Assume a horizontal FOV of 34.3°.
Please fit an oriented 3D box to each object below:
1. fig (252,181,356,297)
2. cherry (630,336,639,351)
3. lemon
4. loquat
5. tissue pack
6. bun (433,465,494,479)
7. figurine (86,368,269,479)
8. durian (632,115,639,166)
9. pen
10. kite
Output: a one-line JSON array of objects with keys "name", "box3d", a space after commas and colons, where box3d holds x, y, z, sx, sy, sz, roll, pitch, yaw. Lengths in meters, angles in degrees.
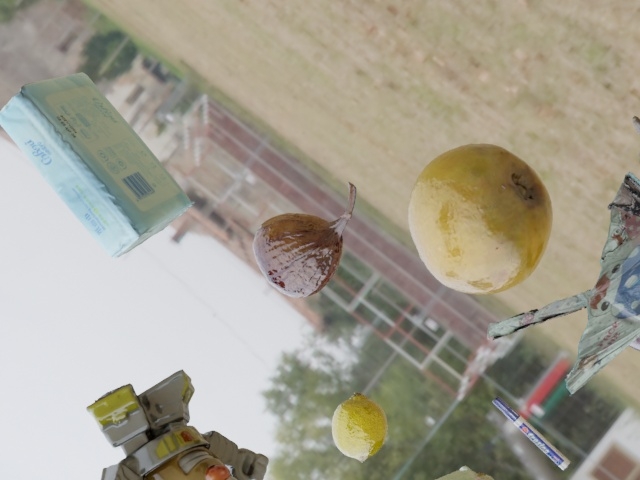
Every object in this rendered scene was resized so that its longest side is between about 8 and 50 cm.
[{"name": "fig", "box3d": [0.000, 0.000, 1.659, 0.146, 0.201, 0.134, 25, -140, -54]}, {"name": "cherry", "box3d": [0.651, 0.148, 1.981, 0.176, 0.176, 0.140, -123, 19, -88]}, {"name": "lemon", "box3d": [0.075, 0.356, 1.983, 0.109, 0.133, 0.109, -2, 178, 0]}, {"name": "loquat", "box3d": [0.290, -0.035, 1.899, 0.275, 0.275, 0.275, 38, -179, -1]}, {"name": "tissue pack", "box3d": [-0.321, -0.111, 1.491, 0.263, 0.089, 0.177, 48, -156, 0]}, {"name": "bun", "box3d": [0.304, 0.556, 2.098, 0.293, 0.187, 0.293, 10, -179, 0]}, {"name": "figurine", "box3d": [-0.224, 0.362, 1.623, 0.285, 0.342, 0.167, 59, 146, 18]}, {"name": "durian", "box3d": [0.322, -0.055, 0.890, 0.071, 0.110, 0.140, -10, -118, -39]}, {"name": "pen", "box3d": [0.438, 0.400, 2.159, 0.204, 0.025, 0.025, 43, -179, 6]}, {"name": "kite", "box3d": [0.331, 0.057, 1.200, 0.011, 0.314, 0.335, -124, 27, -48]}]
